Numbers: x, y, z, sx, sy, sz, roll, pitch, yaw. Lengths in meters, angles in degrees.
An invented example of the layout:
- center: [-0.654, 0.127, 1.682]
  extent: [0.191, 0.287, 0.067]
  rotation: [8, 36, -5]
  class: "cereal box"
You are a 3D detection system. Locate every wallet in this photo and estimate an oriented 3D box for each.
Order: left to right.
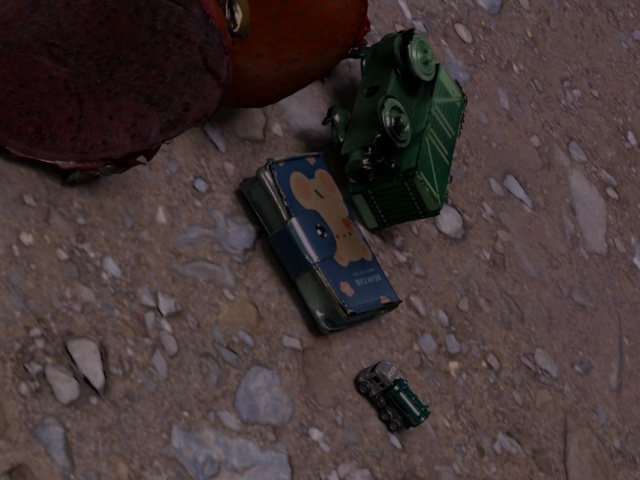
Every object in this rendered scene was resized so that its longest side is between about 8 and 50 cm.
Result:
- center: [-0.001, 0.000, 2.048]
  extent: [0.141, 0.059, 0.202]
  rotation: [-14, 74, -59]
  class: "wallet"

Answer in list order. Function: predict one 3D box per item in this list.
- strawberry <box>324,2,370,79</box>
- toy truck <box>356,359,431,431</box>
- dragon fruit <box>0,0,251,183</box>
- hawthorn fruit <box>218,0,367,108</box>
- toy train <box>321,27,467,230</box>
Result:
- center: [-0.032, -0.304, 2.217]
  extent: [0.236, 0.111, 0.190]
  rotation: [21, 50, -37]
  class: "strawberry"
- center: [0.080, 0.168, 2.013]
  extent: [0.083, 0.044, 0.039]
  rotation: [51, 33, -5]
  class: "toy truck"
- center: [-0.219, -0.259, 1.806]
  extent: [0.296, 0.314, 0.263]
  rotation: [25, 40, -35]
  class: "dragon fruit"
- center: [-0.084, -0.299, 2.002]
  extent: [0.299, 0.275, 0.275]
  rotation: [61, 19, -53]
  class: "hawthorn fruit"
- center: [0.093, -0.140, 2.195]
  extent: [0.154, 0.115, 0.269]
  rotation: [54, 32, -29]
  class: "toy train"
